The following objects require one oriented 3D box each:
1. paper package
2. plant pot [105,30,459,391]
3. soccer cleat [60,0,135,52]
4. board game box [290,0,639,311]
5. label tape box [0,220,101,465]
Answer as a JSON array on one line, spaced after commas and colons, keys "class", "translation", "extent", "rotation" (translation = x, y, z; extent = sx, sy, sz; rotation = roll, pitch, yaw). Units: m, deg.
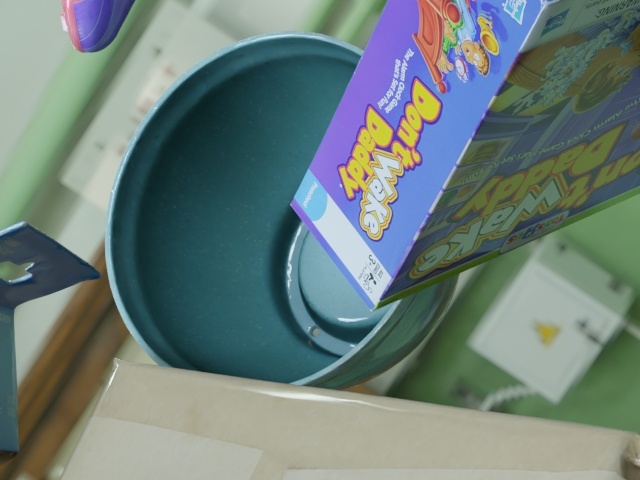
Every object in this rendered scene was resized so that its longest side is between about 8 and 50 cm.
[{"class": "paper package", "translation": [0.062, 0.202, 0.864], "extent": [0.325, 0.309, 0.168], "rotation": [3, 62, 43]}, {"class": "plant pot", "translation": [0.000, 0.000, 1.574], "extent": [0.293, 0.293, 0.196], "rotation": [-56, -32, 4]}, {"class": "soccer cleat", "translation": [-0.117, -0.226, 1.241], "extent": [0.083, 0.095, 0.248], "rotation": [84, -171, -55]}, {"class": "board game box", "translation": [0.172, -0.113, 0.992], "extent": [0.347, 0.078, 0.233], "rotation": [-22, -25, -33]}, {"class": "label tape box", "translation": [-0.304, 0.127, 1.296], "extent": [0.348, 0.115, 0.249], "rotation": [-27, -8, 0]}]
